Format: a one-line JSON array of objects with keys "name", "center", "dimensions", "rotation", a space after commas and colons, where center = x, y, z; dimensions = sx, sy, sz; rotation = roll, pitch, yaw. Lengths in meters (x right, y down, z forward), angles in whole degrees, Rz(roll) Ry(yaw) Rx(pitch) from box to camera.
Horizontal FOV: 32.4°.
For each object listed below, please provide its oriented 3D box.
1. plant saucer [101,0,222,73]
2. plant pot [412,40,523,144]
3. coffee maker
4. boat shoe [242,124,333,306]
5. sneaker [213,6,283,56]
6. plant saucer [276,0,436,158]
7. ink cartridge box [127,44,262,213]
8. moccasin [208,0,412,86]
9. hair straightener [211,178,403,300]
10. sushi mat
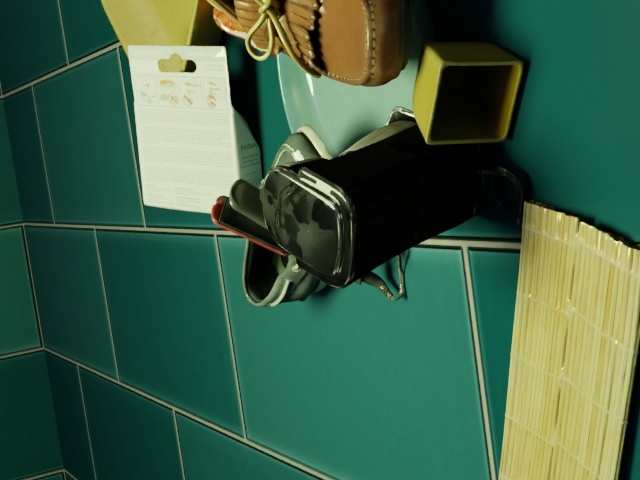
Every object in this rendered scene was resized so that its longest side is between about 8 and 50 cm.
[{"name": "plant saucer", "center": [-0.214, -0.381, 1.577], "dimensions": [0.332, 0.081, 0.332], "rotation": [61, 149, 32]}, {"name": "plant pot", "center": [0.125, -0.144, 1.010], "dimensions": [0.083, 0.082, 0.081], "rotation": [-119, 30, -52]}, {"name": "coffee maker", "center": [0.062, -0.042, 1.001], "dimensions": [0.171, 0.178, 0.120], "rotation": [3, 114, 48]}, {"name": "boat shoe", "center": [-0.038, -0.012, 1.279], "dimensions": [0.116, 0.099, 0.319], "rotation": [58, 160, 22]}, {"name": "sneaker", "center": [-0.078, -0.280, 1.390], "dimensions": [0.175, 0.064, 0.067], "rotation": [34, 109, 48]}, {"name": "plant saucer", "center": [0.041, -0.191, 1.193], "dimensions": [0.317, 0.044, 0.317], "rotation": [32, 127, 56]}, {"name": "ink cartridge box", "center": [-0.172, -0.154, 1.523], "dimensions": [0.189, 0.066, 0.232], "rotation": [8, 106, 35]}, {"name": "moccasin", "center": [-0.036, -0.250, 1.109], "dimensions": [0.380, 0.147, 0.139], "rotation": [48, 140, 46]}, {"name": "hair straightener", "center": [0.000, 0.000, 1.185], "dimensions": [0.089, 0.230, 0.047], "rotation": [-42, 23, 49]}, {"name": "sushi mat", "center": [0.221, 0.128, 0.985], "dimensions": [0.151, 0.019, 0.316], "rotation": [36, 130, 55]}]
